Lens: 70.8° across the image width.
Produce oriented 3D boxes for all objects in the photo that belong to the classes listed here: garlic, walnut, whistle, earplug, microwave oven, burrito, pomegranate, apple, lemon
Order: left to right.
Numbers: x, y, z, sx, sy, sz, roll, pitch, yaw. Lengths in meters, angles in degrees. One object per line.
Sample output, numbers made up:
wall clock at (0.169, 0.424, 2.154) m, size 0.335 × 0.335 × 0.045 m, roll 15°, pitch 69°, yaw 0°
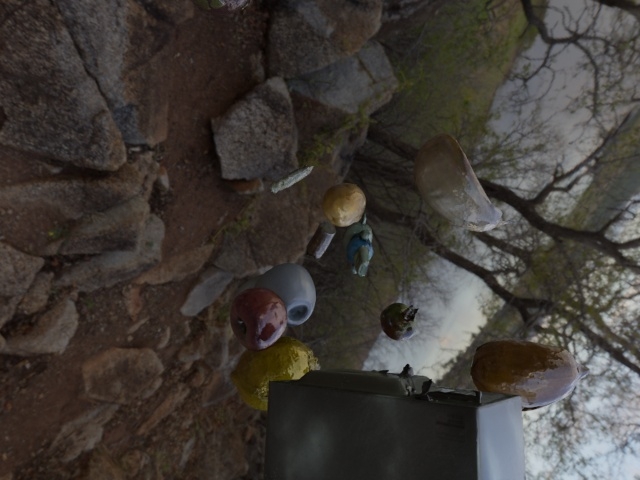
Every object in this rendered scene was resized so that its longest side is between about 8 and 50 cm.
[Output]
apple at (-0.149, 0.186, 1.092) m, size 0.119 × 0.153 × 0.154 m, roll -18°, pitch 140°, yaw -37°
earplug at (-0.134, 0.180, 1.340) m, size 0.213 × 0.175 × 0.325 m, roll -1°, pitch 164°, yaw -31°
lemon at (-0.123, 0.372, 1.265) m, size 0.259 × 0.204 × 0.204 m, roll -4°, pitch 135°, yaw -21°
burrito at (-0.108, -0.234, 1.696) m, size 0.188 × 0.045 × 0.058 m, roll -33°, pitch -167°, yaw -10°
whistle at (0.089, 0.016, 1.070) m, size 0.236 × 0.077 × 0.114 m, roll -84°, pitch -170°, yaw -66°
microwave oven at (0.125, 0.421, 0.835) m, size 0.236 × 0.431 × 0.375 m, roll 16°, pitch 73°, yaw -50°
pomegranate at (0.274, 0.272, 1.498) m, size 0.129 × 0.130 × 0.159 m, roll -43°, pitch -162°, yaw -26°
garlic at (0.388, -0.133, 1.181) m, size 0.196 × 0.338 × 0.151 m, roll -41°, pitch 179°, yaw -38°
walnut at (0.608, 0.389, 1.313) m, size 0.209 × 0.335 × 0.209 m, roll -3°, pitch 90°, yaw -81°

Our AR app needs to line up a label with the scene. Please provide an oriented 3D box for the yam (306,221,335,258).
yam at (0.000, -0.001, 1.775) m, size 0.079 × 0.079 × 0.141 m, roll -28°, pitch 156°, yaw -49°

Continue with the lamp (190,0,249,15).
lamp at (-0.203, -0.532, 0.841) m, size 0.180 × 0.180 × 0.258 m, roll -56°, pitch 156°, yaw 6°

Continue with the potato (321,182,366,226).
potato at (0.088, -0.138, 1.666) m, size 0.234 × 0.150 × 0.146 m, roll -29°, pitch 145°, yaw -64°
